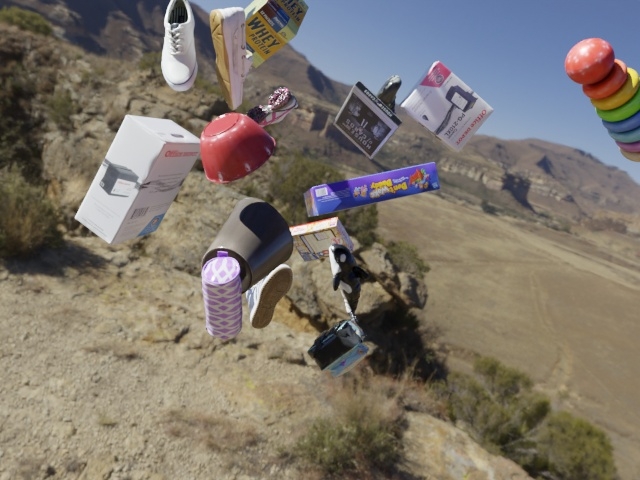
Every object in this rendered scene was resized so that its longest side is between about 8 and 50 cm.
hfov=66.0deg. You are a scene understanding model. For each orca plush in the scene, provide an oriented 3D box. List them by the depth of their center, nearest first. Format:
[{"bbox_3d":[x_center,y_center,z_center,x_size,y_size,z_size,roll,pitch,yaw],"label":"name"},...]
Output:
[{"bbox_3d":[0.111,0.141,1.643,0.102,0.287,0.151,-4,12,24],"label":"orca plush"}]

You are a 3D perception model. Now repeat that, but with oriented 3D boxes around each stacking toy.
[{"bbox_3d":[0.641,-0.311,1.059,0.330,0.141,0.141,32,8,-25],"label":"stacking toy"}]

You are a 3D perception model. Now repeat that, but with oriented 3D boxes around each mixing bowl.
[{"bbox_3d":[-0.204,-0.225,1.124,0.181,0.181,0.098,34,-22,47],"label":"mixing bowl"}]

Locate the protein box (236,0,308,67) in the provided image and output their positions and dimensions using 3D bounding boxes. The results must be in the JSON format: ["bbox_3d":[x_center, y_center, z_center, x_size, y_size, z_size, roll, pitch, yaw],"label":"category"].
[{"bbox_3d":[-0.173,-0.728,1.643,0.136,0.201,0.200,41,46,-30],"label":"protein box"}]

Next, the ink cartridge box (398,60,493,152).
[{"bbox_3d":[0.396,-0.419,1.559,0.237,0.172,0.100,37,12,-10],"label":"ink cartridge box"}]

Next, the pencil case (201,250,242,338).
[{"bbox_3d":[-0.211,0.128,1.075,0.086,0.206,0.088,9,43,0],"label":"pencil case"}]

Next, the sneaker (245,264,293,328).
[{"bbox_3d":[-0.192,0.166,1.766,0.099,0.282,0.153,13,31,-26],"label":"sneaker"}]

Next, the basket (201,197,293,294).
[{"bbox_3d":[-0.183,0.023,1.208,0.204,0.154,0.227,57,26,-13],"label":"basket"}]

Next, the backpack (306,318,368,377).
[{"bbox_3d":[0.065,0.325,1.518,0.144,0.166,0.188,49,7,3],"label":"backpack"}]

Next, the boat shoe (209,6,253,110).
[{"bbox_3d":[-0.218,-0.468,1.290,0.096,0.277,0.098,-25,59,-22],"label":"boat shoe"}]

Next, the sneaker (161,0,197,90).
[{"bbox_3d":[-0.376,-0.519,1.287,0.094,0.258,0.091,-6,-16,-3],"label":"sneaker"}]

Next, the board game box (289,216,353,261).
[{"bbox_3d":[0.000,0.000,1.730,0.193,0.147,0.045,-11,45,24],"label":"board game box"}]

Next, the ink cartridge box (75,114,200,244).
[{"bbox_3d":[-0.469,-0.163,1.300,0.129,0.307,0.223,35,16,4],"label":"ink cartridge box"}]

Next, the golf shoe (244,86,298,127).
[{"bbox_3d":[-0.149,-0.362,1.440,0.086,0.186,0.067,38,27,-54],"label":"golf shoe"}]

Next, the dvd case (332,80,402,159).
[{"bbox_3d":[0.140,-0.367,1.535,0.179,0.029,0.239,43,-21,0],"label":"dvd case"}]

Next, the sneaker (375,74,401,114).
[{"bbox_3d":[0.233,-0.483,1.763,0.106,0.101,0.267,35,-28,-4],"label":"sneaker"}]

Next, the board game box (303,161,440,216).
[{"bbox_3d":[0.137,-0.144,1.433,0.347,0.078,0.233,-13,4,-7],"label":"board game box"}]
